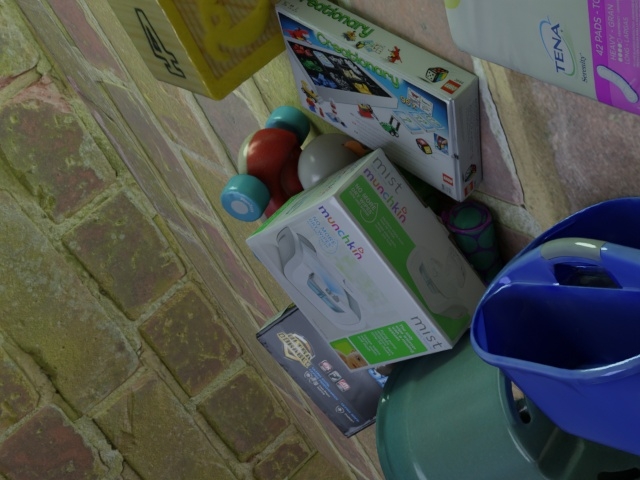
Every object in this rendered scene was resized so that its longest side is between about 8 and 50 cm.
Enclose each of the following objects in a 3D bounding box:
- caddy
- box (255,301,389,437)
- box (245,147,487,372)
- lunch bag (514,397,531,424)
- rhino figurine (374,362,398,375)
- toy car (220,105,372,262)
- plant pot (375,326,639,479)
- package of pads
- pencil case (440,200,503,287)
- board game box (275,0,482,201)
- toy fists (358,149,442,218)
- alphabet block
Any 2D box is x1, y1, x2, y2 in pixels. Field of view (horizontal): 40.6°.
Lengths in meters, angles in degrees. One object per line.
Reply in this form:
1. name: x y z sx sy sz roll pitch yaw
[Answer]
1. caddy: 0.295 0.064 0.857 0.179 0.241 0.341 49 163 -15
2. box: 0.069 0.214 1.719 0.293 0.073 0.295 -36 98 32
3. box: 0.066 0.036 1.217 0.262 0.127 0.231 52 144 -11
4. lunch bag: 0.405 0.418 1.474 0.223 0.160 0.262 54 -173 -28
5. rhino figurine: 0.109 0.133 1.556 0.073 0.106 0.243 3 117 55
6. toy car: 0.005 -0.093 1.388 0.238 0.219 0.210 -3 132 33
7. plant pot: 0.282 0.236 1.153 0.341 0.341 0.334 47 155 7
8. package of pads: 0.186 -0.253 0.675 0.229 0.101 0.296 33 156 40
9. pencil case: 0.218 0.014 1.225 0.070 0.064 0.151 6 141 25
10. board game box: 0.076 -0.193 1.137 0.305 0.053 0.193 36 158 31
11. toy fists: 0.111 -0.009 1.327 0.142 0.096 0.279 49 147 30
12. alphabet block: -0.165 -0.335 1.211 0.197 0.192 0.193 26 153 50
